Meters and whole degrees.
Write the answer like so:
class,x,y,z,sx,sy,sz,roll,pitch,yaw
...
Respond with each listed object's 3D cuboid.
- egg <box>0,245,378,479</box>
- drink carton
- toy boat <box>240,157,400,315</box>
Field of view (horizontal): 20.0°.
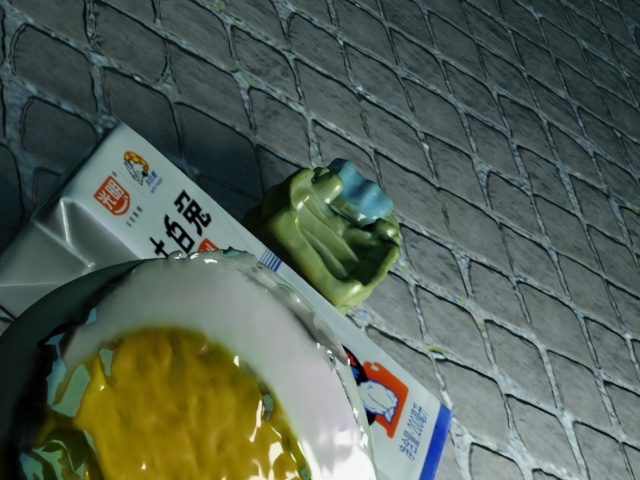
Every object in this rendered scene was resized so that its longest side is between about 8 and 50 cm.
class,x,y,z,sx,sy,sz,roll,pitch,yaw
egg,-0.104,0.157,0.993,0.264,0.174,0.286,19,63,-42
drink carton,-0.066,0.075,1.210,0.315,0.106,0.130,41,26,-9
toy boat,-0.004,0.004,1.379,0.111,0.084,0.276,47,14,-3
